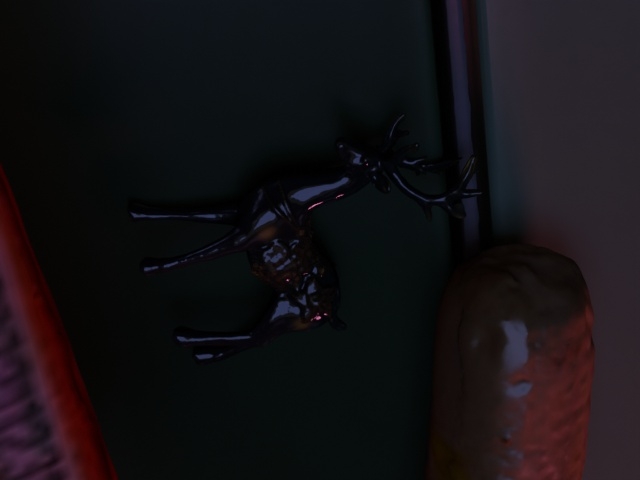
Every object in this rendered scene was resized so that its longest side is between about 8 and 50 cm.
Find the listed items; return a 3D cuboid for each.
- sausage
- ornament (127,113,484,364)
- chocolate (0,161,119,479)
[{"bbox_3d":[0.061,0.144,0.735,0.065,0.066,0.301,4,111,-5],"label":"sausage"},{"bbox_3d":[0.000,0.000,0.685,0.125,0.028,0.073,-20,116,10],"label":"ornament"},{"bbox_3d":[-0.260,0.032,0.572,0.341,0.161,0.360,-22,119,-11],"label":"chocolate"}]
